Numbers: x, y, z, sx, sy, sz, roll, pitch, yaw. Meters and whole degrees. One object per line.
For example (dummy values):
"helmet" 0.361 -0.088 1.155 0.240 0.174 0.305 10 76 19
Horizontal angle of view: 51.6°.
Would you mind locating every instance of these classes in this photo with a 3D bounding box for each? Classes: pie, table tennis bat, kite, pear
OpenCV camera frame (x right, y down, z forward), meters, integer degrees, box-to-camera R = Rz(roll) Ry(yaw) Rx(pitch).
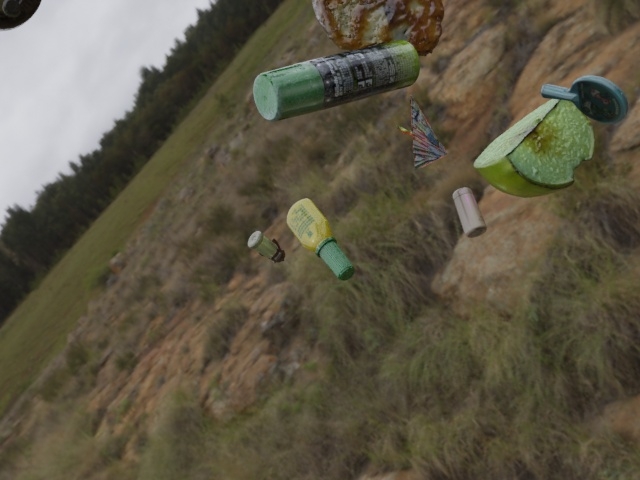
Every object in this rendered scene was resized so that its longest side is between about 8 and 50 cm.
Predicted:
"pie" 0.120 -0.520 1.421 0.308 0.308 0.085 -42 13 0
"table tennis bat" 0.565 -0.308 1.423 0.033 0.124 0.201 -47 42 -15
"kite" 0.262 -0.270 1.709 0.014 0.241 0.183 -34 43 -20
"pear" 0.507 -0.196 1.621 0.292 0.159 0.292 -40 9 8

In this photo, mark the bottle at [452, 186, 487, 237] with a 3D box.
"bottle" 0.294 -0.056 1.309 0.045 0.097 0.045 -12 -24 -5

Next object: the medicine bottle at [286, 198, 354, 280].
"medicine bottle" 0.000 0.000 1.941 0.111 0.076 0.309 -55 49 22

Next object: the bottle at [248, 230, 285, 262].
"bottle" -0.129 0.020 1.623 0.063 0.101 0.047 5 65 54

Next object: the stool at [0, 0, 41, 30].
"stool" -0.413 -0.362 0.885 0.217 0.125 0.121 -44 27 -22

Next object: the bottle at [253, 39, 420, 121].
"bottle" 0.035 -0.298 1.225 0.329 0.093 0.093 -21 -2 -30
